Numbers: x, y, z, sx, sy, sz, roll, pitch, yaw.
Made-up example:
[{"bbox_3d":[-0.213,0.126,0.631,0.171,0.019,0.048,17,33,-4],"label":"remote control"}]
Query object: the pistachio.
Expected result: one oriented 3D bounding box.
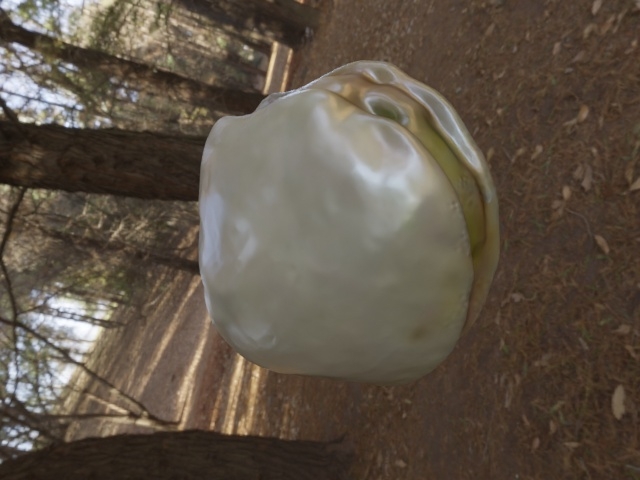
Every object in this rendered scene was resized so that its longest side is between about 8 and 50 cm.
[{"bbox_3d":[0.000,0.000,0.552,0.365,0.281,0.445,56,146,6],"label":"pistachio"}]
